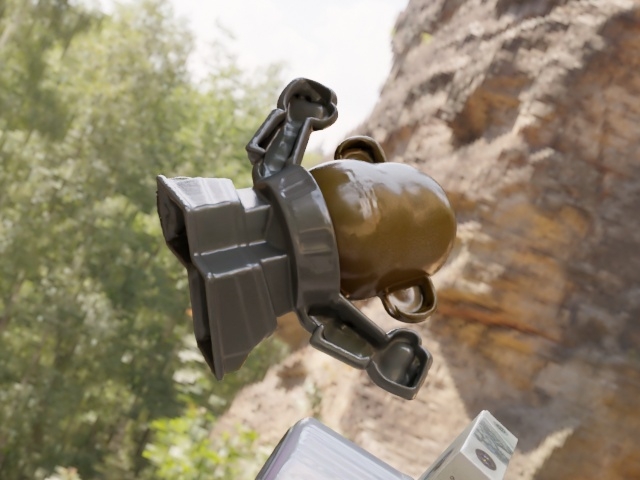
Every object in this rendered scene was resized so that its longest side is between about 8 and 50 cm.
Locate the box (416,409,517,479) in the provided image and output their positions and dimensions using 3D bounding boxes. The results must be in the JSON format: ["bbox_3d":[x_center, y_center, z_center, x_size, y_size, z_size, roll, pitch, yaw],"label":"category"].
[{"bbox_3d":[0.179,0.333,1.671,0.069,0.164,0.256,43,13,8],"label":"box"}]

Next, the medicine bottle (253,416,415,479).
[{"bbox_3d":[0.099,0.320,1.005,0.395,0.242,0.242,28,-6,-1],"label":"medicine bottle"}]

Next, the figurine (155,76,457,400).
[{"bbox_3d":[0.001,0.001,1.237,0.285,0.342,0.167,-15,2,-16],"label":"figurine"}]
